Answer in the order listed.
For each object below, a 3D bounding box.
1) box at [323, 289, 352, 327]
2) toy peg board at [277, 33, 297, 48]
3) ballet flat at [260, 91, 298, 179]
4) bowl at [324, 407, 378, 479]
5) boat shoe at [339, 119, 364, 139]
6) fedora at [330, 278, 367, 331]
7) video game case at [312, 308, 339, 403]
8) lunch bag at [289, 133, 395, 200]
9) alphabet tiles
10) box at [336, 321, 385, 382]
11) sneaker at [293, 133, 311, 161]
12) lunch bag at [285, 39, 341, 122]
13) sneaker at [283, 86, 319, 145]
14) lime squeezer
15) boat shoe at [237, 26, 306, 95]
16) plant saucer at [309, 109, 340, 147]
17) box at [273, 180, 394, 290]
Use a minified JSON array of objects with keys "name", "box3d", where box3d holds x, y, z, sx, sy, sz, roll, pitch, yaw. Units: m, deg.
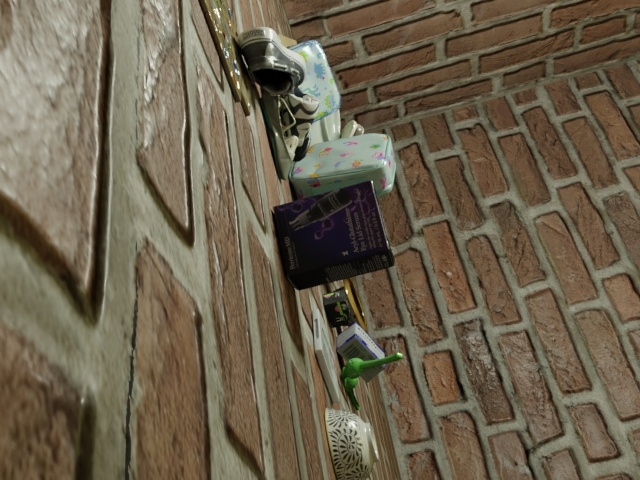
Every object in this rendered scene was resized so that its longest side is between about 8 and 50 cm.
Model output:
[{"name":"box","box3d":[0.047,0.184,1.903,0.052,0.062,0.083,-95,169,-57]},{"name":"toy peg board","box3d":[-0.119,-0.556,2.246,0.160,0.079,0.161,-24,100,-70]},{"name":"ballet flat","box3d":[-0.086,-0.248,1.635,0.072,0.068,0.213,36,40,-83]},{"name":"bowl","box3d":[0.068,0.406,1.391,0.170,0.080,0.170,-14,90,-86]},{"name":"boat shoe","box3d":[0.076,-0.246,2.329,0.117,0.096,0.324,-89,-159,-56]},{"name":"fedora","box3d":[0.078,0.201,2.122,0.194,0.079,0.194,-20,90,-82]},{"name":"video game case","box3d":[0.012,0.254,1.554,0.143,0.019,0.157,-96,170,-59]},{"name":"lunch bag","box3d":[0.056,-0.180,1.870,0.224,0.279,0.108,-79,155,-54]},{"name":"alphabet tiles","box3d":[-0.188,-0.419,1.325,0.285,0.011,0.343,-99,172,-54]},{"name":"box","box3d":[0.112,0.307,1.952,0.126,0.072,0.137,48,8,-6]},{"name":"sneaker","box3d":[-0.065,-0.268,1.879,0.098,0.083,0.224,77,1,-47]},{"name":"lunch bag","box3d":[-0.052,-0.441,1.989,0.090,0.176,0.219,4,-59,55]},{"name":"sneaker","box3d":[-0.089,-0.315,1.758,0.235,0.094,0.153,42,-52,42]},{"name":"lime squeezer","box3d":[0.105,0.359,1.860,0.310,0.109,0.059,117,-27,-47]},{"name":"boat shoe","box3d":[-0.095,-0.362,1.528,0.301,0.108,0.102,20,58,-79]},{"name":"plant saucer","box3d":[-0.009,-0.386,2.209,0.400,0.100,0.401,-4,90,-76]},{"name":"box","box3d":[0.026,-0.007,1.383,0.108,0.207,0.153,63,13,-68]}]
